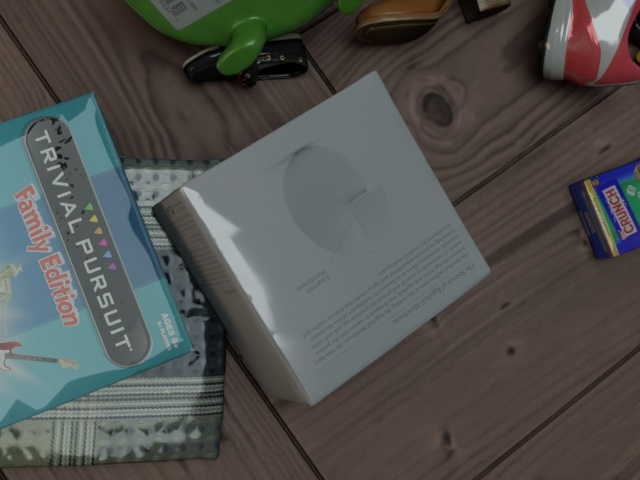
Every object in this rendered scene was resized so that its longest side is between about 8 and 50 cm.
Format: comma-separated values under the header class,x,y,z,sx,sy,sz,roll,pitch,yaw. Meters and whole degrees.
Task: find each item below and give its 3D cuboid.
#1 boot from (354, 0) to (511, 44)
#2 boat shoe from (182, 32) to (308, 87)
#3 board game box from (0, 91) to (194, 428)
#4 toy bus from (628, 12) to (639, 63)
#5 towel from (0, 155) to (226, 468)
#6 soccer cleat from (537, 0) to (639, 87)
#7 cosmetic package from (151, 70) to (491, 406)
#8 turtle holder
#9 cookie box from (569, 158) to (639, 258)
class,x,y,z,sx,sy,sz,roll,pitch,yaw
boot,0.102,-0.302,0.993,0.197,0.073,0.152,-19,87,-24
boat shoe,-0.077,-0.184,0.955,0.133,0.049,0.042,-13,77,-16
board game box,-0.317,0.044,0.819,0.336,0.079,0.254,-22,90,-12
toy bus,0.468,-0.297,1.031,0.211,0.149,0.220,9,83,-25
towel,-0.253,0.063,0.899,0.324,0.056,0.312,2,85,-12
soccer cleat,0.326,-0.321,0.992,0.116,0.108,0.318,15,90,15
cosmetic package,0.000,0.000,0.875,0.224,0.138,0.225,-33,96,-21
turtle holder,-0.066,-0.344,0.854,0.243,0.320,0.228,18,42,-25
cookie box,0.345,-0.039,1.015,0.107,0.040,0.092,-20,87,-11
